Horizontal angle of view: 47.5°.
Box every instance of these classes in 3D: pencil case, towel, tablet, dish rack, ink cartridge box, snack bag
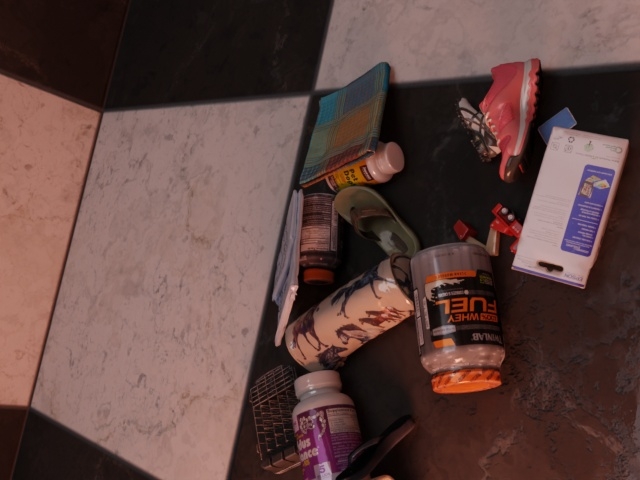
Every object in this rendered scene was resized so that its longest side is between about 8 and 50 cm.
[{"bbox_3d":[0.106,0.195,1.884,0.410,0.183,0.160,-37,25,29],"label":"pencil case"},{"bbox_3d":[0.072,-0.332,2.061,0.271,0.040,0.370,-23,39,37],"label":"towel"},{"bbox_3d":[0.554,-0.267,1.703,0.083,0.006,0.054,-37,54,29],"label":"tablet"},{"bbox_3d":[-0.106,0.499,2.055,0.208,0.074,0.272,-34,55,30],"label":"dish rack"},{"bbox_3d":[0.543,-0.072,1.583,0.165,0.065,0.333,17,88,26],"label":"ink cartridge box"},{"bbox_3d":[-0.095,0.083,2.019,0.323,0.037,0.343,108,168,-51],"label":"snack bag"}]

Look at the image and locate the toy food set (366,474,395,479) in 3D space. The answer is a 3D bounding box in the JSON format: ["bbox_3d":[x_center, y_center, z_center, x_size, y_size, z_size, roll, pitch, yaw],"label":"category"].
[{"bbox_3d":[0.131,0.692,1.668,0.219,0.092,0.306,-31,93,34],"label":"toy food set"}]

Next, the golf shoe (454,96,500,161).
[{"bbox_3d":[0.406,-0.291,1.815,0.093,0.077,0.198,-31,61,17],"label":"golf shoe"}]

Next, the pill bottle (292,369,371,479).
[{"bbox_3d":[0.019,0.496,1.865,0.169,0.169,0.302,-33,57,32],"label":"pill bottle"}]

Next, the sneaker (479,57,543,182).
[{"bbox_3d":[0.440,-0.282,1.722,0.136,0.116,0.314,7,73,23],"label":"sneaker"}]

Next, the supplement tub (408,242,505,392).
[{"bbox_3d":[0.313,0.179,1.665,0.193,0.193,0.316,-22,64,37],"label":"supplement tub"}]

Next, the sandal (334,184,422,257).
[{"bbox_3d":[0.145,-0.048,1.935,0.303,0.086,0.120,42,118,31],"label":"sandal"}]

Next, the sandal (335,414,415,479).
[{"bbox_3d":[0.121,0.494,1.736,0.054,0.254,0.097,54,147,0],"label":"sandal"}]

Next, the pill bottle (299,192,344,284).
[{"bbox_3d":[0.000,0.000,2.061,0.130,0.130,0.246,-10,71,41],"label":"pill bottle"}]

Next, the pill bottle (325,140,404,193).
[{"bbox_3d":[0.122,-0.205,2.016,0.214,0.117,0.117,-14,68,41],"label":"pill bottle"}]

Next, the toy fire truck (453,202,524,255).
[{"bbox_3d":[0.418,-0.011,1.725,0.135,0.047,0.192,-51,50,20],"label":"toy fire truck"}]
